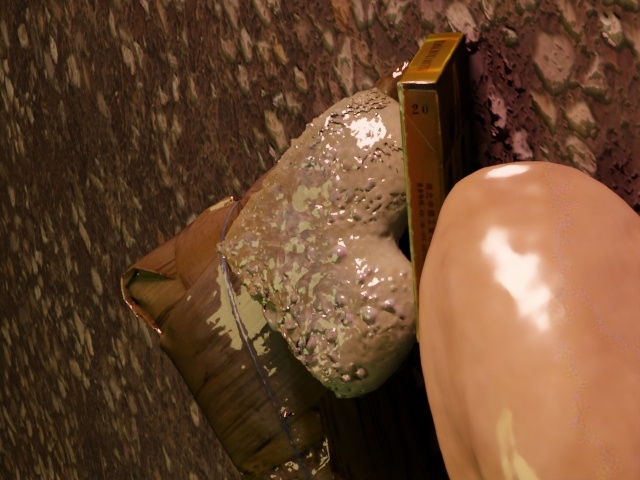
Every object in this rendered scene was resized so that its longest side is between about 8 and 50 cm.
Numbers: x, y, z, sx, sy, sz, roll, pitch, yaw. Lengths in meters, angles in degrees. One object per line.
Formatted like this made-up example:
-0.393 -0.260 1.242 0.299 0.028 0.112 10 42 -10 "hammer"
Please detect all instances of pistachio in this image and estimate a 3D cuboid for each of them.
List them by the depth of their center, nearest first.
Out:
0.161 0.096 1.018 0.187 0.188 0.299 125 131 -61 "pistachio"

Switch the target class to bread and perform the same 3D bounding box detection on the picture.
0.000 0.000 1.226 0.173 0.064 0.232 1 85 35 "bread"

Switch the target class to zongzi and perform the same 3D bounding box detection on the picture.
0.036 0.066 1.350 0.360 0.160 0.323 -39 84 37 "zongzi"

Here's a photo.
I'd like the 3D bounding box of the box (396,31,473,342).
0.086 -0.039 1.166 0.121 0.030 0.193 -59 -33 -63 "box"
